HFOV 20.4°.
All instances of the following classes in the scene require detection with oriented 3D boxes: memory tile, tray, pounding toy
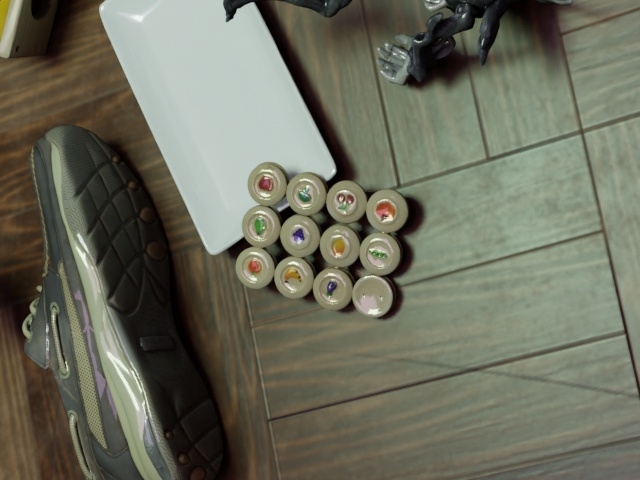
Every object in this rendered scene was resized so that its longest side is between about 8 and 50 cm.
[{"bbox_3d":[0.000,0.000,1.512,0.148,0.012,0.113,13,101,18],"label":"memory tile"},{"bbox_3d":[-0.090,-0.135,1.586,0.145,0.030,0.270,-33,71,22],"label":"tray"},{"bbox_3d":[-0.281,-0.277,1.643,0.181,0.094,0.206,19,103,13],"label":"pounding toy"}]

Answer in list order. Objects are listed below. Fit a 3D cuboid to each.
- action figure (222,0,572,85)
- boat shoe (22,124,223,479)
[{"bbox_3d":[0.067,-0.221,1.455,0.276,0.141,0.164,10,81,2],"label":"action figure"},{"bbox_3d":[-0.204,0.071,1.569,0.130,0.132,0.355,-25,73,24],"label":"boat shoe"}]
